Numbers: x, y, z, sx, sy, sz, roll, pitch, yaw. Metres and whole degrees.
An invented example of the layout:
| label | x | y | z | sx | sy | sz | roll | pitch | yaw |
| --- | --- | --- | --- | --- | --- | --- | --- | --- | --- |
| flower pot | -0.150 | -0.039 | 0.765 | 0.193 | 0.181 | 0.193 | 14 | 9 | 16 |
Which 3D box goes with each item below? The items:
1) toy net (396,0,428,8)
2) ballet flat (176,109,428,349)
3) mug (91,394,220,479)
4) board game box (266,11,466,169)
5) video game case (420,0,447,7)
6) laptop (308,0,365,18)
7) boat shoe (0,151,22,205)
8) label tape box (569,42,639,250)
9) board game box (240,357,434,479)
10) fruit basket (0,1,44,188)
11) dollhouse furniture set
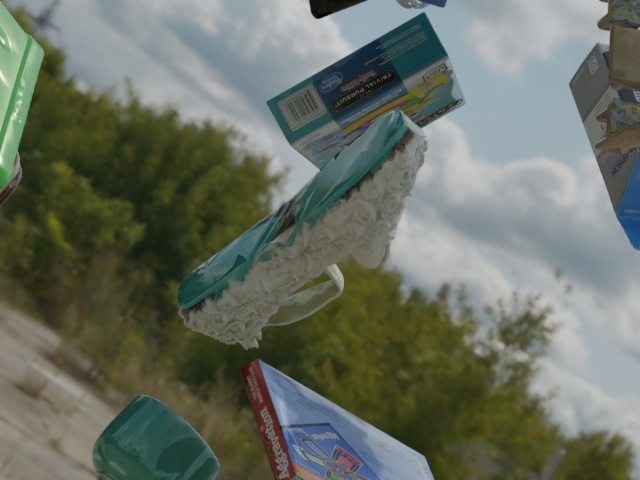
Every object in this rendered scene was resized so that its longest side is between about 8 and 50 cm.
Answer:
| label | x | y | z | sx | sy | sz | roll | pitch | yaw |
| --- | --- | --- | --- | --- | --- | --- | --- | --- | --- |
| toy net | 0.074 | -0.368 | 1.888 | 0.122 | 0.045 | 0.232 | 2 | -20 | 44 |
| ballet flat | 0.000 | 0.000 | 1.621 | 0.147 | 0.409 | 0.147 | 33 | 37 | -30 |
| mug | -0.186 | 0.262 | 1.547 | 0.129 | 0.097 | 0.157 | 8 | -44 | 51 |
| board game box | 0.080 | -0.206 | 2.060 | 0.079 | 0.254 | 0.336 | 62 | 7 | 10 |
| video game case | 0.063 | -0.435 | 1.744 | 0.270 | 0.244 | 0.061 | 17 | -33 | 4 |
| laptop | 0.081 | -0.507 | 1.497 | 0.236 | 0.408 | 0.382 | 37 | -35 | 50 |
| boat shoe | -0.620 | -0.025 | 2.256 | 0.123 | 0.342 | 0.123 | 35 | -20 | 15 |
| label tape box | 0.565 | -0.142 | 2.177 | 0.249 | 0.347 | 0.115 | 5 | -40 | -22 |
| board game box | 0.038 | 0.225 | 1.342 | 0.281 | 0.027 | 0.145 | 35 | 21 | -41 |
| fruit basket | -0.532 | -0.135 | 1.912 | 0.283 | 0.392 | 0.392 | -10 | -15 | 7 |
| dollhouse furniture set | 0.473 | -0.215 | 1.682 | 0.242 | 0.212 | 0.161 | 9 | -16 | -16 |
